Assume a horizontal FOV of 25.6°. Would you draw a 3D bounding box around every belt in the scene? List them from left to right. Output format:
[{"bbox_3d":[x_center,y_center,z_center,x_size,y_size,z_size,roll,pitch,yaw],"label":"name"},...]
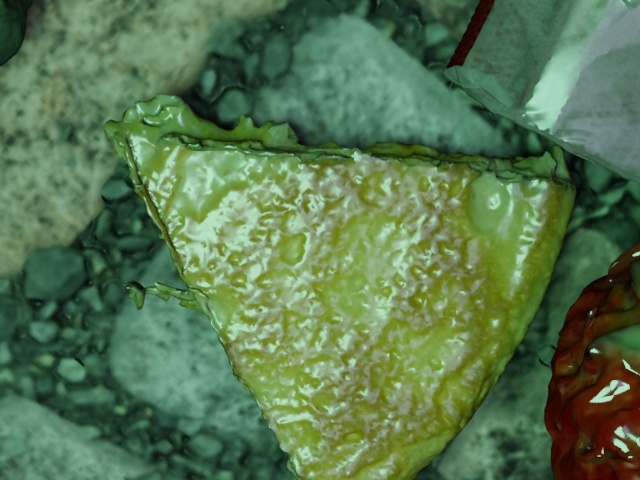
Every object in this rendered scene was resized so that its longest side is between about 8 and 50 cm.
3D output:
[{"bbox_3d":[0.181,-0.103,0.813,0.201,0.128,0.124,25,99,-8],"label":"belt"}]

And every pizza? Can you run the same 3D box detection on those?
[{"bbox_3d":[0.000,0.000,0.849,0.287,0.075,0.280,39,92,-12],"label":"pizza"}]

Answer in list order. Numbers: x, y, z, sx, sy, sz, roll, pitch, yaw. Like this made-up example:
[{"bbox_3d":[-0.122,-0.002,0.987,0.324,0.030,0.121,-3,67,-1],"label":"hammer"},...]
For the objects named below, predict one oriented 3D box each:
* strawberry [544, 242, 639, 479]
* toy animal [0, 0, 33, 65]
[{"bbox_3d":[0.293,0.136,0.773,0.312,0.267,0.351,-22,129,0],"label":"strawberry"},{"bbox_3d":[-0.270,-0.113,0.761,0.236,0.138,0.108,-24,77,4],"label":"toy animal"}]
